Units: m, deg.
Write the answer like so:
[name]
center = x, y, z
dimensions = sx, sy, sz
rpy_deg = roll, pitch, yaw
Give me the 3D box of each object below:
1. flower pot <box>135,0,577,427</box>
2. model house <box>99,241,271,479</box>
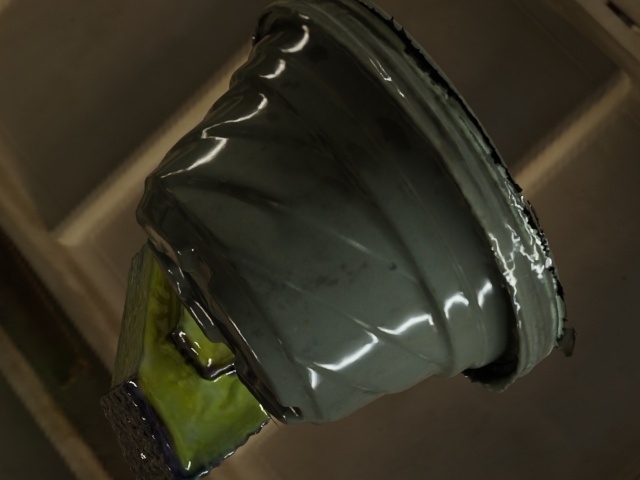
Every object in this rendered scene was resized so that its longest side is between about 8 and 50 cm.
[flower pot]
center = 0.000, 0.000, 0.691
dimensions = 0.140, 0.235, 0.235
rpy_deg = -35, -111, -10
[model house]
center = -0.084, 0.117, 1.122
dimensions = 0.170, 0.194, 0.211
rpy_deg = 14, -103, -15
